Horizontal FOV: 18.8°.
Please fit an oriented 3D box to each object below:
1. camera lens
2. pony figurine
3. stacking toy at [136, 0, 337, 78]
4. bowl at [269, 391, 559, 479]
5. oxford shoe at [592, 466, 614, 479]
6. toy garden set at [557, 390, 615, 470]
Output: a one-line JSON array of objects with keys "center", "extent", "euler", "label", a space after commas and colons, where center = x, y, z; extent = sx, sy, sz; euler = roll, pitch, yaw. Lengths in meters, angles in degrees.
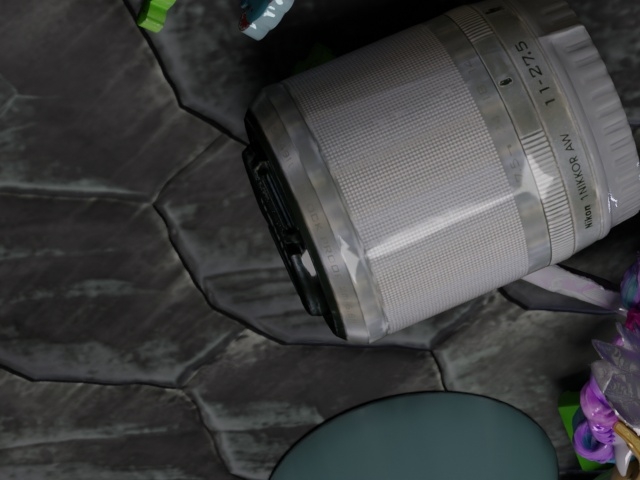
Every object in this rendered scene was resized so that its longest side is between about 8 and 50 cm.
[{"center": [0.089, -0.058, 1.538], "extent": [0.274, 0.219, 0.219], "euler": [-23, 133, -5], "label": "camera lens"}, {"center": [0.309, 0.053, 1.695], "extent": [0.363, 0.303, 0.351], "euler": [-49, 137, 9], "label": "pony figurine"}, {"center": [-0.019, -0.208, 1.511], "extent": [0.167, 0.052, 0.221], "euler": [25, 124, -30], "label": "stacking toy"}, {"center": [0.104, 0.315, 1.944], "extent": [0.311, 0.163, 0.311], "euler": [-5, 133, -5], "label": "bowl"}, {"center": [0.364, 0.286, 1.905], "extent": [0.169, 0.130, 0.449], "euler": [25, 137, -19], "label": "oxford shoe"}, {"center": [0.380, 0.195, 1.933], "extent": [0.244, 0.049, 0.204], "euler": [-8, 136, 19], "label": "toy garden set"}]
